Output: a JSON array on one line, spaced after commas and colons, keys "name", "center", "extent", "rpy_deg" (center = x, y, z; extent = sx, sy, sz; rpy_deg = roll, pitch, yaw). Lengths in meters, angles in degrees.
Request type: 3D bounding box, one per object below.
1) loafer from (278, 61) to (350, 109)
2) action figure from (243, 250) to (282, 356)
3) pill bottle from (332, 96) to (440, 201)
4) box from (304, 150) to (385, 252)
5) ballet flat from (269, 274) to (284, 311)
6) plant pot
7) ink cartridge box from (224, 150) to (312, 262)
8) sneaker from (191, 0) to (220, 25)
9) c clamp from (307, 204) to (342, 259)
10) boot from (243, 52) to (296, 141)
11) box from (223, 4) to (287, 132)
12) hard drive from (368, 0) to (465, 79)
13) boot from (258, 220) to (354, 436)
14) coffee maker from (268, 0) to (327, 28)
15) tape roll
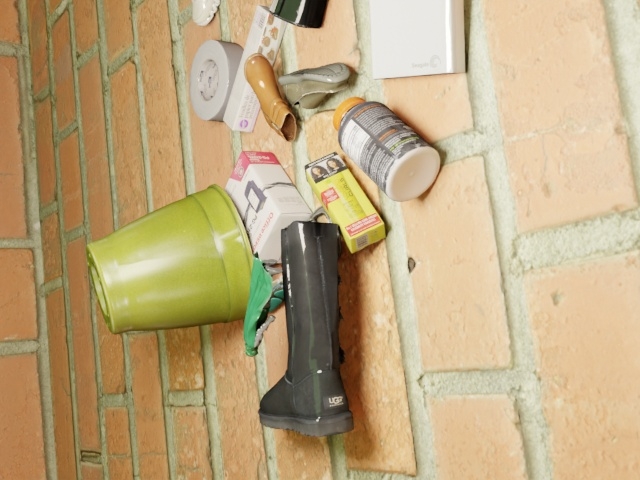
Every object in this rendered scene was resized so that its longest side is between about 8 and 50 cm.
[{"name": "loafer", "center": [-0.006, -0.349, 1.791], "extent": [0.251, 0.094, 0.087], "rpy_deg": [17, 128, 61]}, {"name": "action figure", "center": [-0.135, 0.156, 1.735], "extent": [0.137, 0.063, 0.232], "rpy_deg": [-119, 39, -61]}, {"name": "pill bottle", "center": [0.121, -0.196, 1.578], "extent": [0.245, 0.130, 0.130], "rpy_deg": [51, 128, 39]}, {"name": "box", "center": [0.050, -0.086, 1.699], "extent": [0.058, 0.087, 0.232], "rpy_deg": [77, 166, -56]}, {"name": "ballet flat", "center": [-0.098, 0.119, 1.929], "extent": [0.188, 0.070, 0.070], "rpy_deg": [-30, 67, 45]}, {"name": "plant pot", "center": [-0.388, 0.077, 1.980], "extent": [0.366, 0.353, 0.366], "rpy_deg": [48, 146, 47]}, {"name": "ink cartridge box", "center": [-0.140, -0.082, 1.945], "extent": [0.237, 0.100, 0.172], "rpy_deg": [57, 133, 35]}, {"name": "sneaker", "center": [-0.337, -0.749, 2.182], "extent": [0.110, 0.118, 0.292], "rpy_deg": [25, 111, 48]}, {"name": "c clamp", "center": [0.000, 0.000, 1.828], "extent": [0.137, 0.022, 0.160], "rpy_deg": [-16, 79, 52]}, {"name": "boot", "center": [-0.112, -0.341, 1.879], "extent": [0.152, 0.073, 0.197], "rpy_deg": [57, 172, 44]}, {"name": "box", "center": [-0.168, -0.436, 2.007], "extent": [0.067, 0.063, 0.324], "rpy_deg": [47, 126, 43]}, {"name": "hard drive", "center": [0.179, -0.498, 1.523], "extent": [0.233, 0.047, 0.353], "rpy_deg": [10, 108, 52]}, {"name": "boot", "center": [-0.053, 0.192, 1.764], "extent": [0.367, 0.146, 0.445], "rpy_deg": [-15, 82, 61]}, {"name": "coffee maker", "center": [-0.025, -0.574, 1.771], "extent": [0.171, 0.120, 0.178], "rpy_deg": [39, 121, 44]}, {"name": "tape roll", "center": [-0.278, -0.435, 2.145], "extent": [0.219, 0.072, 0.219], "rpy_deg": [2, 92, 53]}]
